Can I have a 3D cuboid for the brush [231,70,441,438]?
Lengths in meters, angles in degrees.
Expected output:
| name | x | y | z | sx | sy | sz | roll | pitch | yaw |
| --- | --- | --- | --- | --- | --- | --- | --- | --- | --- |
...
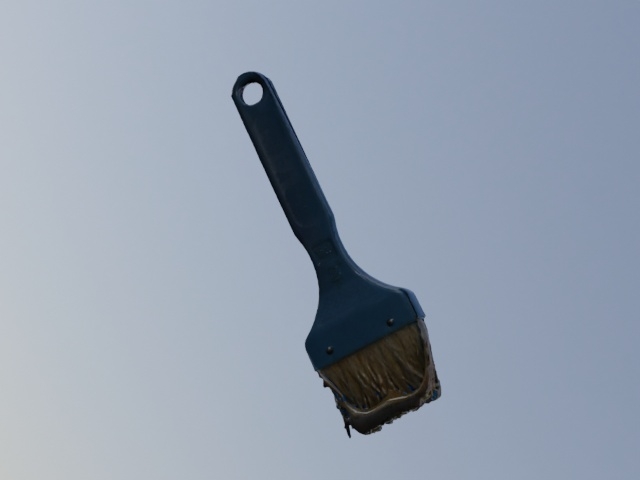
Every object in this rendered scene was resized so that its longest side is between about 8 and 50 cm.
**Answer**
| name | x | y | z | sx | sy | sz | roll | pitch | yaw |
| --- | --- | --- | --- | --- | --- | --- | --- | --- | --- |
| brush | 0.000 | 0.000 | 0.590 | 0.164 | 0.051 | 0.014 | 65 | 15 | 16 |
